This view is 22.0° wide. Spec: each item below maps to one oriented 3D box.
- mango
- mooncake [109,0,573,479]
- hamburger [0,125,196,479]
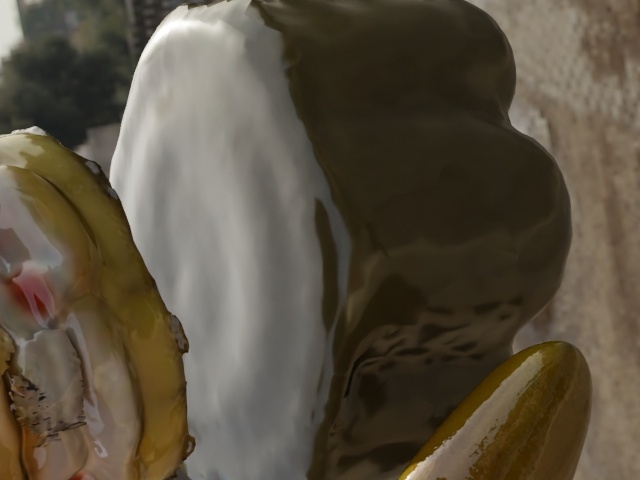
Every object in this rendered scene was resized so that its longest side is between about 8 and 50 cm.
[{"bbox_3d":[0.115,0.183,1.169,0.113,0.253,0.138,32,-176,26],"label":"mango"},{"bbox_3d":[0.000,0.000,1.440,0.467,0.262,0.467,10,101,59],"label":"mooncake"},{"bbox_3d":[-0.235,0.081,1.034,0.276,0.237,0.276,32,133,43],"label":"hamburger"}]
